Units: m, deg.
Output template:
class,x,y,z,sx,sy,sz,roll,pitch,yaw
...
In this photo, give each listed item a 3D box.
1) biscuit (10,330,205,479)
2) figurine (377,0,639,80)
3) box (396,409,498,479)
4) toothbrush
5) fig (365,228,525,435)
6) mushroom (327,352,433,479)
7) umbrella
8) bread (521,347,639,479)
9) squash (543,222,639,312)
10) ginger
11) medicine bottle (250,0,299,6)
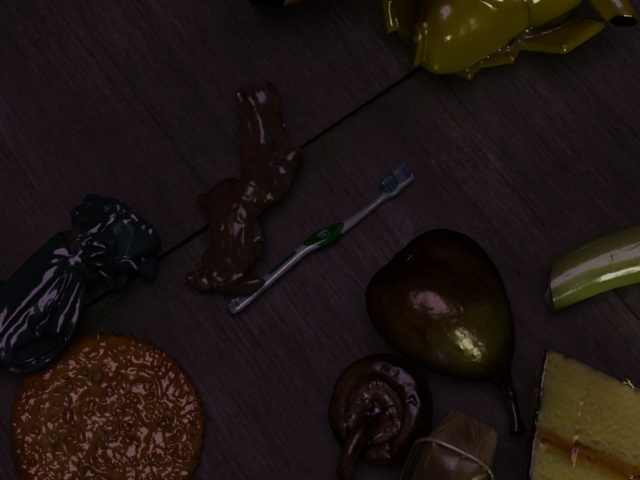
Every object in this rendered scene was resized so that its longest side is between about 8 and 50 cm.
class,x,y,z,sx,sy,sz,roll,pitch,yaw
biscuit,-0.270,0.237,1.946,0.254,0.035,0.254,-1,72,3
figurine,0.247,-0.323,2.031,0.327,0.169,0.218,-28,49,0
box,0.152,0.280,1.845,0.111,0.177,0.111,4,53,-6
toothbrush,0.001,0.001,2.015,0.304,0.030,0.030,-39,74,-7
fig,0.179,0.121,1.914,0.170,0.145,0.274,-34,88,-32
mushroom,0.068,0.224,1.911,0.135,0.080,0.170,32,90,28
umbrella,-0.361,0.079,1.971,0.349,0.094,0.143,-44,52,-16
bread,0.333,0.264,1.852,0.178,0.135,0.240,8,70,6
squash,0.400,0.022,1.959,0.250,0.083,0.083,-16,72,0
ginger,-0.096,-0.066,2.023,0.122,0.084,0.290,7,75,28
medicine bottle,0.062,-0.460,2.052,0.395,0.242,0.242,-15,72,-7
